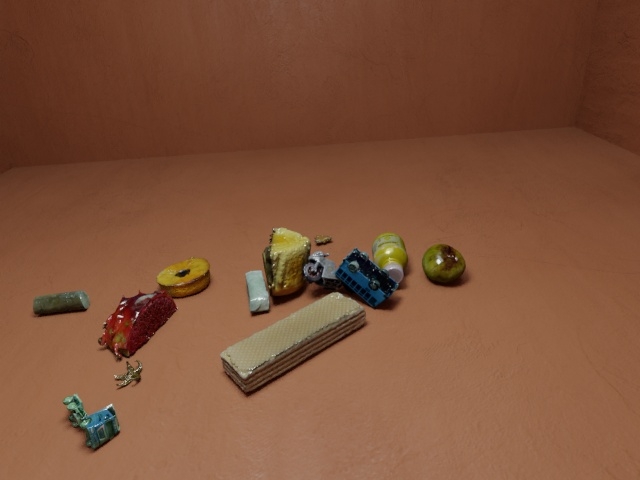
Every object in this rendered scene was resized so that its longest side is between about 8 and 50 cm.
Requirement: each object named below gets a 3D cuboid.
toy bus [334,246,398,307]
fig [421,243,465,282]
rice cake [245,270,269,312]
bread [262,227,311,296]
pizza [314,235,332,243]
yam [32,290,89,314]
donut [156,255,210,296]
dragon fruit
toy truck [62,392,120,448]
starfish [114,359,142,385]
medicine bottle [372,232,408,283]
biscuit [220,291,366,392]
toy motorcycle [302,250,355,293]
[{"bbox_3d":[0.146,0.122,1.434,0.185,0.106,0.090,42,41,9],"label":"toy bus"},{"bbox_3d":[0.415,0.077,1.523,0.136,0.120,0.153,-8,27,-18],"label":"fig"},{"bbox_3d":[-0.213,0.169,1.505,0.069,0.063,0.206,-7,28,-9],"label":"rice cake"},{"bbox_3d":[-0.117,0.082,1.529,0.163,0.204,0.262,6,22,-1],"label":"bread"},{"bbox_3d":[0.000,0.001,1.840,0.083,0.025,0.078,10,25,40],"label":"pizza"},{"bbox_3d":[-0.882,0.211,1.527,0.170,0.068,0.068,-5,27,-3],"label":"yam"},{"bbox_3d":[-0.482,0.137,1.602,0.190,0.074,0.174,-25,34,-26],"label":"donut"},{"bbox_3d":[-0.587,0.228,1.382,0.161,0.126,0.274,5,28,18],"label":"dragon fruit"},{"bbox_3d":[-0.552,0.420,1.080,0.175,0.067,0.081,17,28,41],"label":"toy truck"},{"bbox_3d":[-0.519,0.363,1.217,0.078,0.028,0.091,0,30,22],"label":"starfish"},{"bbox_3d":[0.245,0.069,1.565,0.122,0.121,0.212,-2,27,4],"label":"medicine bottle"},{"bbox_3d":[-0.067,0.271,1.271,0.426,0.078,0.144,-22,31,-32],"label":"biscuit"},{"bbox_3d":[0.037,0.106,1.503,0.215,0.080,0.122,16,54,-21],"label":"toy motorcycle"}]
